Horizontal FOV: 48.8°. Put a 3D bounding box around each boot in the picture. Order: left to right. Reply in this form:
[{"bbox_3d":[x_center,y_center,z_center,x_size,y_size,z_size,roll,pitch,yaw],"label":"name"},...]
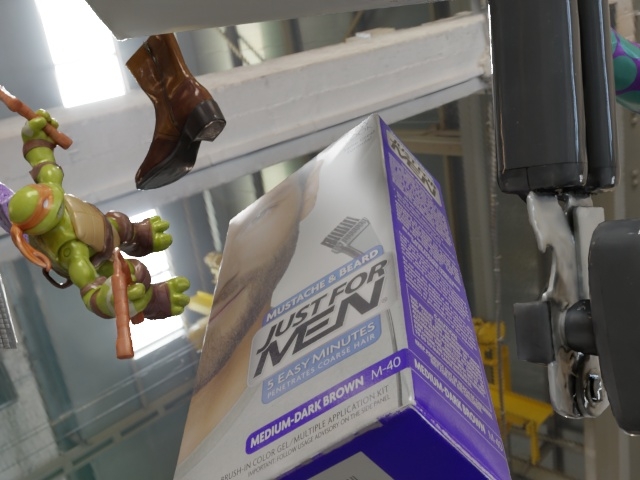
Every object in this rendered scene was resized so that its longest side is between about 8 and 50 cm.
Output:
[{"bbox_3d":[-0.352,-0.278,1.485,0.264,0.096,0.281,-44,-111,30],"label":"boot"}]

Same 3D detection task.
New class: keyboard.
[{"bbox_3d":[-0.547,0.083,1.135,0.014,0.072,0.256,-105,-164,-52],"label":"keyboard"}]

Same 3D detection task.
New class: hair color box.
[{"bbox_3d":[0.009,0.060,0.528,0.185,0.339,0.110,-34,-64,22],"label":"hair color box"}]

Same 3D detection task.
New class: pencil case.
[{"bbox_3d":[0.302,-0.181,0.715,0.070,0.151,0.065,-56,-155,34],"label":"pencil case"}]

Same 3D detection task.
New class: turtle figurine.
[{"bbox_3d":[-0.189,0.009,0.590,0.270,0.087,0.217,53,2,24],"label":"turtle figurine"}]

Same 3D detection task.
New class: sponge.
[{"bbox_3d":[-0.530,-0.080,1.104,0.210,0.031,0.117,35,-27,22],"label":"sponge"}]

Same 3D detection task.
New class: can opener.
[{"bbox_3d":[0.143,-0.048,0.355,0.095,0.076,0.284,-4,-91,45],"label":"can opener"}]

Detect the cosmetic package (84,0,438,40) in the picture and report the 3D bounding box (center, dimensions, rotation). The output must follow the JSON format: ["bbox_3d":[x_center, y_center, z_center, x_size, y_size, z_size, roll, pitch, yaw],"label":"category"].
[{"bbox_3d":[0.009,-0.287,0.500,0.156,0.384,0.217,142,-61,-87],"label":"cosmetic package"}]
